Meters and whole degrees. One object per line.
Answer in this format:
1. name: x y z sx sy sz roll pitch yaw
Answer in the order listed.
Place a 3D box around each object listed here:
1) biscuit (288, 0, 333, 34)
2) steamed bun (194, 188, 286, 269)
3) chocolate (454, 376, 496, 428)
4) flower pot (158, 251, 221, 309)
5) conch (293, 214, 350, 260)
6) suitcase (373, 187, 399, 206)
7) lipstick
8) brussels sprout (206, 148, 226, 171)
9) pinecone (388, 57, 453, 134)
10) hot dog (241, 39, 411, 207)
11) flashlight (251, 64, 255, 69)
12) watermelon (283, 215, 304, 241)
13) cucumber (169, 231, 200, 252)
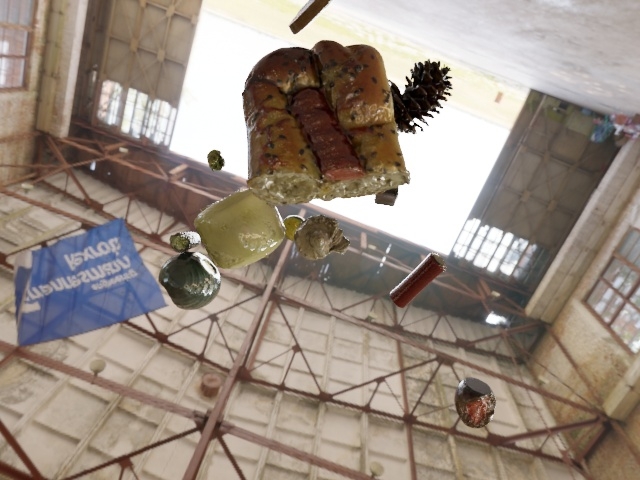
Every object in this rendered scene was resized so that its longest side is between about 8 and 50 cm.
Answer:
1. biscuit: 0.017 -0.708 1.335 0.049 0.272 0.257 43 -147 -24
2. steamed bun: -0.240 -0.038 1.466 0.272 0.232 0.166 -25 -175 -17
3. chocolate: 0.460 0.492 1.392 0.124 0.133 0.127 22 -168 22
4. flower pot: -0.421 0.130 1.513 0.189 0.157 0.243 55 -178 7
5. conch: 0.000 0.000 1.545 0.178 0.163 0.245 30 172 -6
6. suitcase: 0.237 -0.171 1.656 0.085 0.059 0.126 10 161 6
7. lipstick: 0.351 0.147 1.680 0.080 0.241 0.080 29 -149 -19
8. brussels sprout: -0.377 -0.287 1.664 0.085 0.085 0.058 25 -160 11
9. pinecone: 0.335 -0.518 1.645 0.246 0.292 0.246 43 -161 -19
10. hot dog: 0.002 -0.290 1.072 0.366 0.366 0.196 -6 163 -1
11. flashlight: -0.162 -0.589 1.719 0.200 0.093 0.047 17 170 -22
12. watermelon: -0.094 -0.051 1.757 0.105 0.106 0.062 21 -150 1
13. cucumber: -0.441 0.000 1.558 0.067 0.067 0.245 20 -177 -2
